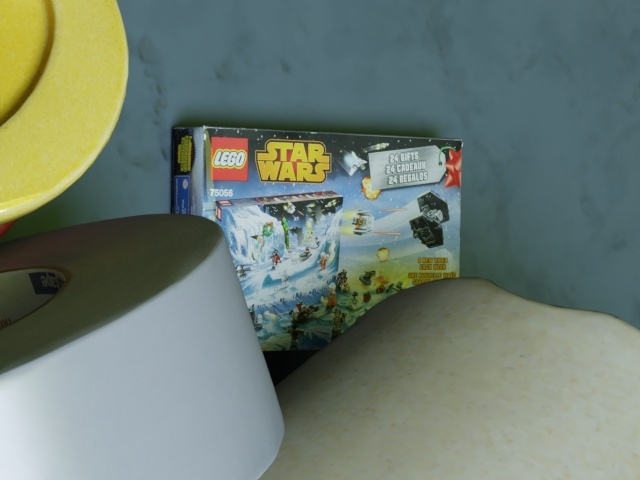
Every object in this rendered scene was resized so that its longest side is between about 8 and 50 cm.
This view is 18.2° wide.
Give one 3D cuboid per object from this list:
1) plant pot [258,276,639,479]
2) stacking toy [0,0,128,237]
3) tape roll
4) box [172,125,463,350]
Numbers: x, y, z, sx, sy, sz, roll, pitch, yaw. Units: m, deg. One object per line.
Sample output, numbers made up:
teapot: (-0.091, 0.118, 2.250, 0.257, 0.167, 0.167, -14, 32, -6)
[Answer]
plant pot: (0.020, 0.186, 0.722, 0.305, 0.334, 0.334, -44, 114, -38)
stacking toy: (-0.153, -0.159, 0.735, 0.279, 0.130, 0.309, 35, 66, -2)
tape roll: (-0.125, 0.062, 0.655, 0.219, 0.219, 0.072, -25, 104, -32)
box: (0.000, 0.000, 0.858, 0.137, 0.027, 0.094, 1, 91, -35)
